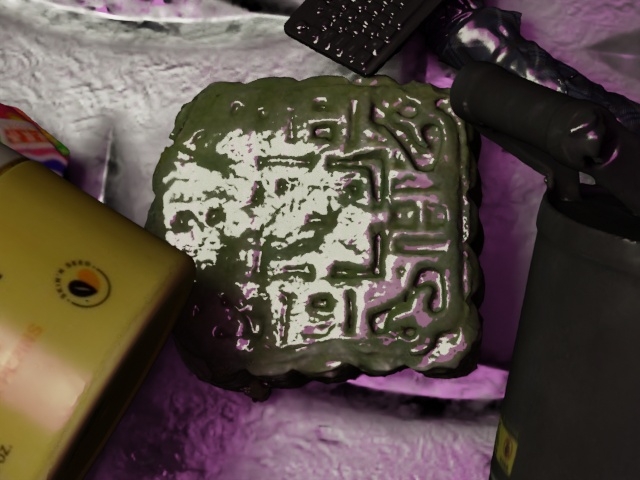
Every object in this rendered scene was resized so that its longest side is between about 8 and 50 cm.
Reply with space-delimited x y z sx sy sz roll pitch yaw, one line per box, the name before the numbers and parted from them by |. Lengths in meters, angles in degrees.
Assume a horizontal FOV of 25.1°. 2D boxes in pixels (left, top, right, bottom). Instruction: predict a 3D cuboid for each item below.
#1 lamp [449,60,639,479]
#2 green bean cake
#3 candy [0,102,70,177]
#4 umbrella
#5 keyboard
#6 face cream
lamp | 0.208 0.094 0.892 0.374 0.205 0.272 24 96 -24
green bean cake | 0.000 0.000 0.999 0.227 0.125 0.222 -2 83 11
candy | -0.346 -0.110 1.069 0.365 0.124 0.124 36 88 17
umbrella | 0.136 -0.119 1.025 0.224 0.080 0.071 40 124 12
keyboard | 0.079 -0.212 1.012 0.087 0.017 0.250 33 67 25
face cream | -0.205 0.059 0.873 0.179 0.218 0.218 31 88 2
